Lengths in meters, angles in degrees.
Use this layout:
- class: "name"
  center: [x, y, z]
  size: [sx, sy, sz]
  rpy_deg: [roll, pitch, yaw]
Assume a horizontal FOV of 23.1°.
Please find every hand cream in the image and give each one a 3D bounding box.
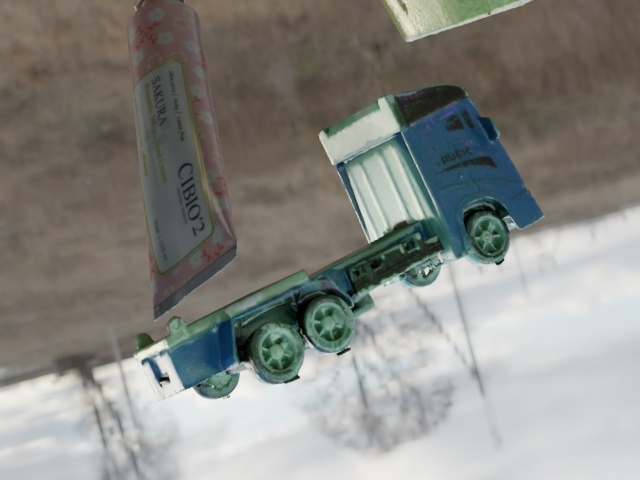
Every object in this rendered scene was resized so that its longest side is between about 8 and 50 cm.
- class: "hand cream"
  center: [-0.080, -0.057, 0.862]
  size: [0.043, 0.210, 0.067]
  rpy_deg: [26, 130, -39]

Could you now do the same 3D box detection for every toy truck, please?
- class: "toy truck"
  center: [0.000, 0.000, 0.618]
  size: [0.175, 0.081, 0.067]
  rpy_deg: [-27, -179, -31]

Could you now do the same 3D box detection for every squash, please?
- class: "squash"
  center: [0.062, -0.197, 1.146]
  size: [0.085, 0.184, 0.192]
  rpy_deg: [-57, 179, 6]
